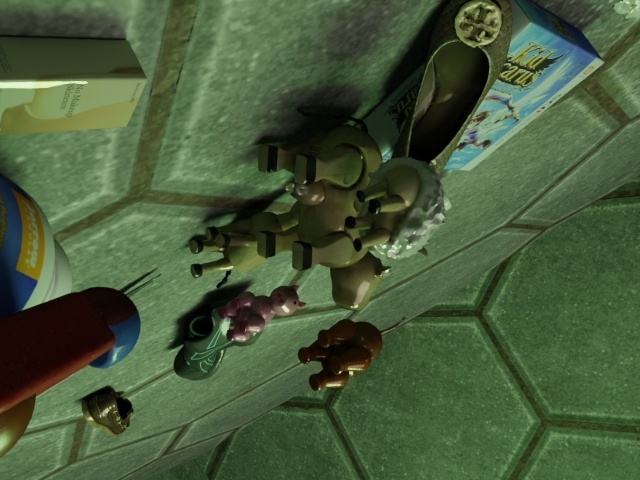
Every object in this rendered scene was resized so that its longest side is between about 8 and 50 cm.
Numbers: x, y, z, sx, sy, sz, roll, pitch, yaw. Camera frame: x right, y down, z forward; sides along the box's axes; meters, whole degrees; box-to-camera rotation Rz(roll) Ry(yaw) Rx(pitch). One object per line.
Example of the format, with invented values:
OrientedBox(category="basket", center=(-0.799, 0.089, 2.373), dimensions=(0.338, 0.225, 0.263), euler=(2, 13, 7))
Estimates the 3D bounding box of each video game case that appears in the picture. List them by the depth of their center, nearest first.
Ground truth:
OrientedBox(category="video game case", center=(0.210, -0.187, 0.846), dimensions=(0.244, 0.061, 0.269), euler=(-42, 158, 33))

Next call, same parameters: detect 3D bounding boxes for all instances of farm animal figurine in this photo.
OrientedBox(category="farm animal figurine", center=(0.000, 0.000, 0.801), dimensions=(0.172, 0.330, 0.327), euler=(-10, 127, -40))

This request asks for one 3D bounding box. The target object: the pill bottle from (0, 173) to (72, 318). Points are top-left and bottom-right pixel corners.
OrientedBox(category="pill bottle", center=(-0.285, 0.003, 0.458), dimensions=(0.152, 0.152, 0.272), euler=(-28, 163, -3))

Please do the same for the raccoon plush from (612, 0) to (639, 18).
OrientedBox(category="raccoon plush", center=(0.554, -0.309, 0.633), dimensions=(0.216, 0.299, 0.446), euler=(-19, 160, -30))

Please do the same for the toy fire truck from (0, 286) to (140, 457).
OrientedBox(category="toy fire truck", center=(-0.234, 0.108, 0.364), dimensions=(0.302, 0.169, 0.254), euler=(-33, -178, 39))

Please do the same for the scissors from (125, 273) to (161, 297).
OrientedBox(category="scissors", center=(-0.348, 0.127, 0.941), dimensions=(0.297, 0.021, 0.109), euler=(-29, 160, -4))

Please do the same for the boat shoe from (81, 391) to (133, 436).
OrientedBox(category="boat shoe", center=(-0.429, 0.362, 1.375), dimensions=(0.073, 0.073, 0.207), euler=(-24, 162, -9))

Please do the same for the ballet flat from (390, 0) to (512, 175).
OrientedBox(category="ballet flat", center=(0.133, -0.150, 0.706), dimensions=(0.058, 0.084, 0.250), euler=(-67, 180, -53))

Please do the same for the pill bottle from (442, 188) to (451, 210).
OrientedBox(category="pill bottle", center=(0.165, -0.049, 1.150), dimensions=(0.120, 0.067, 0.067), euler=(-30, 163, 3))

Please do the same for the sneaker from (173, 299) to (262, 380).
OrientedBox(category="sneaker", center=(-0.211, 0.173, 1.195), dimensions=(0.106, 0.101, 0.267), euler=(16, 138, -36))

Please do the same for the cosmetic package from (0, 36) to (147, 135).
OrientedBox(category="cosmetic package", center=(-0.191, -0.111, 0.471), dimensions=(0.115, 0.041, 0.060), euler=(-14, 157, -39))
